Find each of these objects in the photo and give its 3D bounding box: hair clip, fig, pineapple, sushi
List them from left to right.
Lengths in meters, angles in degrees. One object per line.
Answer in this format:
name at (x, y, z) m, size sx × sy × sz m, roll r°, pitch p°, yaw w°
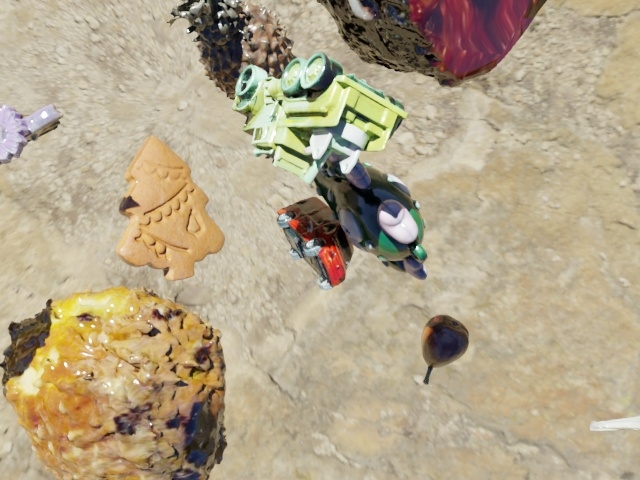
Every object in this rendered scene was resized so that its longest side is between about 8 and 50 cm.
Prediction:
hair clip at (-0.548, -0.138, 1.265) m, size 0.292 × 0.084 × 0.106 m, roll -35°, pitch 83°, yaw -11°
pineapple at (-0.145, -0.333, 1.292) m, size 0.174 × 0.361 × 0.175 m, roll -1°, pitch 85°, yaw 12°
fig at (0.211, 0.197, 1.415) m, size 0.088 × 0.089 × 0.125 m, roll 23°, pitch 112°, yaw -12°
sushi at (0.095, -0.217, 0.520) m, size 0.225 × 0.126 × 0.136 m, roll -55°, pitch 136°, yaw -2°

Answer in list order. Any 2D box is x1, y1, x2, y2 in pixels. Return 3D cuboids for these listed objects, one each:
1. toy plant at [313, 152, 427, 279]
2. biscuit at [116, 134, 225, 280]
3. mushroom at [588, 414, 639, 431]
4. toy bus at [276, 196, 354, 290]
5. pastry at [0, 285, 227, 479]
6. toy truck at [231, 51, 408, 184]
toy plant at (0.078, -0.045, 1.171) m, size 0.112 × 0.232 × 0.243 m, roll -40°, pitch 77°, yaw -4°
biscuit at (-0.319, -0.068, 1.642) m, size 0.283 × 0.043 × 0.307 m, roll -14°, pitch 91°, yaw -51°
mushroom at (0.358, 0.102, 0.598) m, size 0.306 × 0.043 × 0.068 m, roll -18°, pitch 136°, yaw 10°
toy bus at (0.000, 0.000, 1.275) m, size 0.089 × 0.195 × 0.081 m, roll -28°, pitch 120°, yaw -11°
pastry at (-0.312, 0.251, 1.304) m, size 0.337 × 0.292 × 0.405 m, roll -26°, pitch 99°, yaw 33°
toy truck at (-0.024, -0.142, 0.978) m, size 0.128 × 0.259 × 0.135 m, roll 23°, pitch 88°, yaw -33°
